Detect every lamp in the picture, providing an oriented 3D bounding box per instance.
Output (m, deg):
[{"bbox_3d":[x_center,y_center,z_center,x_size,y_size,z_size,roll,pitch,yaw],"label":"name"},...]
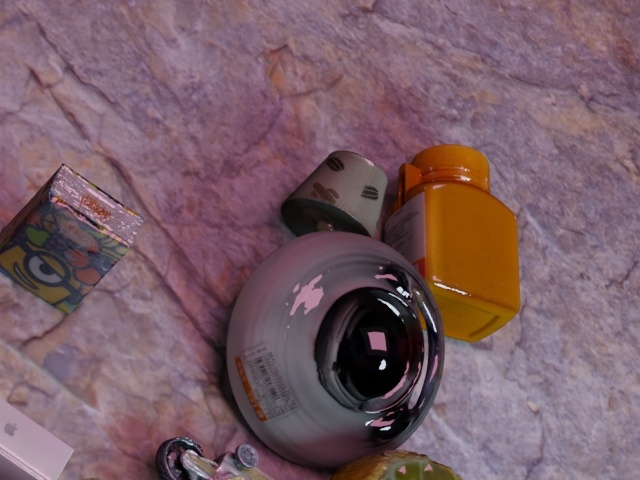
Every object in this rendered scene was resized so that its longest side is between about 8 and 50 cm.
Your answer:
[{"bbox_3d":[0.000,0.000,2.173,0.121,0.121,0.215,33,63,-15],"label":"lamp"}]

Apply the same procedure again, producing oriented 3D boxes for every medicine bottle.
[{"bbox_3d":[0.162,0.000,2.288,0.149,0.112,0.222,19,54,-26],"label":"medicine bottle"}]

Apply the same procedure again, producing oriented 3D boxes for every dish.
[{"bbox_3d":[0.046,0.123,2.053,0.273,0.134,0.273,1,88,-31],"label":"dish"}]

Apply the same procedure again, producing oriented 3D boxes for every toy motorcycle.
[{"bbox_3d":[-0.088,0.303,1.956,0.228,0.074,0.151,33,43,-28],"label":"toy motorcycle"}]

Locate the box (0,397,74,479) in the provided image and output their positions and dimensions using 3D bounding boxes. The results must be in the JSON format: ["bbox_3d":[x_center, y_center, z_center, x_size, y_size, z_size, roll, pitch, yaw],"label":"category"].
[{"bbox_3d":[-0.329,0.207,1.799,0.129,0.130,0.051,37,50,-12],"label":"box"}]

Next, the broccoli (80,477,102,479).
[{"bbox_3d":[-0.229,0.349,1.763,0.247,0.263,0.243,48,23,-49],"label":"broccoli"}]

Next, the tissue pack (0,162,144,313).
[{"bbox_3d":[-0.271,-0.001,1.954,0.108,0.148,0.060,33,44,-15],"label":"tissue pack"}]

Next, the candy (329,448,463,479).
[{"bbox_3d":[0.088,0.355,2.006,0.260,0.118,0.260,24,54,-37],"label":"candy"}]
